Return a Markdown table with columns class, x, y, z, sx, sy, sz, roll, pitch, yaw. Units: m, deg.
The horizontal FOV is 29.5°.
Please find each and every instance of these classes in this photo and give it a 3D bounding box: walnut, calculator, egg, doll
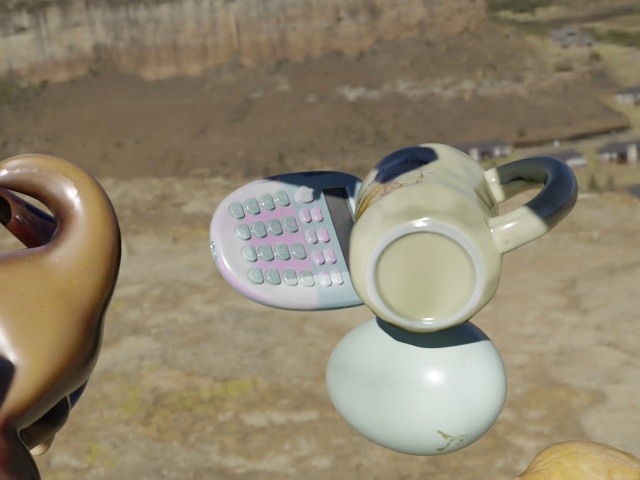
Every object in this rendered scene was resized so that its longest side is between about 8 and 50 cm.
| class | x | y | z | sx | sy | sz | roll | pitch | yaw |
| --- | --- | --- | --- | --- | --- | --- | --- | --- | --- |
| walnut | 0.336 | 0.349 | 1.503 | 0.221 | 0.195 | 0.195 | 27 | 19 | -1 |
| calculator | 0.000 | 0.000 | 1.516 | 0.298 | 0.186 | 0.041 | -7 | -22 | -32 |
| egg | 0.114 | 0.175 | 1.520 | 0.183 | 0.183 | 0.264 | -22 | 13 | -40 |
| doll | -0.295 | 0.069 | 1.056 | 0.209 | 0.318 | 0.339 | 0 | -9 | -19 |

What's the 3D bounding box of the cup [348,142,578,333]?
| class | x | y | z | sx | sy | sz | roll | pitch | yaw |
| --- | --- | --- | --- | --- | --- | --- | --- | --- | --- |
| cup | 0.162 | -0.003 | 1.394 | 0.255 | 0.173 | 0.202 | 1 | 26 | 5 |
